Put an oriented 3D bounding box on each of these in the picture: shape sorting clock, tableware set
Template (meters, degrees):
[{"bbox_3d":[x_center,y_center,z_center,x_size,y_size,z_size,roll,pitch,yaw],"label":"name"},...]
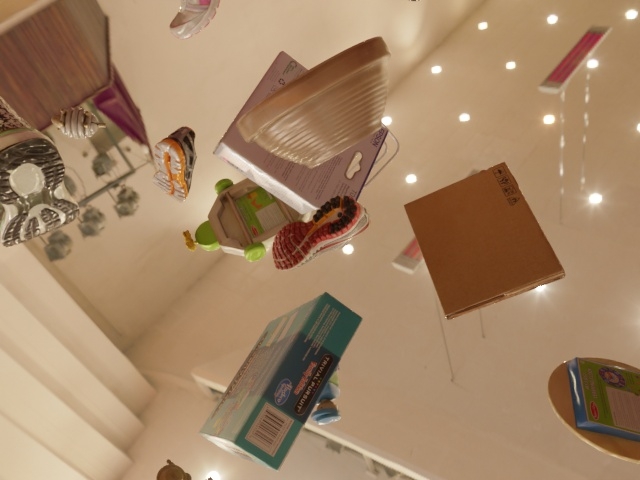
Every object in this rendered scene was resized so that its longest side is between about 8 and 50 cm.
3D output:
[{"bbox_3d":[0.443,0.247,0.875,0.206,0.040,0.206,6,-149,-3],"label":"shape sorting clock"},{"bbox_3d":[-0.248,0.463,1.017,0.141,0.020,0.168,36,-144,2],"label":"tableware set"}]

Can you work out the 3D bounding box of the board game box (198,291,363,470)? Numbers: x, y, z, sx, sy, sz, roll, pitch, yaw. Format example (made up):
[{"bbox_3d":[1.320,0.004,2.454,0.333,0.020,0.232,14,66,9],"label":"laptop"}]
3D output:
[{"bbox_3d":[-0.078,0.238,0.993,0.079,0.336,0.253,36,-113,-7],"label":"board game box"}]

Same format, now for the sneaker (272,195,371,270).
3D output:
[{"bbox_3d":[0.000,0.000,1.127,0.225,0.093,0.088,-27,-118,28],"label":"sneaker"}]

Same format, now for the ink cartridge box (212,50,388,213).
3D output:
[{"bbox_3d":[-0.033,-0.230,1.369,0.071,0.330,0.324,-35,-156,54],"label":"ink cartridge box"}]

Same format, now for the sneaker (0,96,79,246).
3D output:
[{"bbox_3d":[-0.567,-0.130,1.115,0.158,0.410,0.182,-23,-104,-30],"label":"sneaker"}]

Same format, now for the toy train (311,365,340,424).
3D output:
[{"bbox_3d":[-0.071,0.354,1.299,0.248,0.105,0.143,-24,-127,18],"label":"toy train"}]

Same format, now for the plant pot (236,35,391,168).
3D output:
[{"bbox_3d":[0.009,-0.176,0.830,0.237,0.109,0.237,-30,-174,4],"label":"plant pot"}]

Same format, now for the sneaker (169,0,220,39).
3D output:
[{"bbox_3d":[-0.246,-0.526,1.174,0.252,0.111,0.103,-54,-144,22],"label":"sneaker"}]

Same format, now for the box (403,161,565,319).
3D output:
[{"bbox_3d":[0.222,-0.004,0.833,0.164,0.021,0.201,-23,-127,12],"label":"box"}]

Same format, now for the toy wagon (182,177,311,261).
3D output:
[{"bbox_3d":[-0.195,-0.064,1.553,0.344,0.068,0.267,-28,-125,-2],"label":"toy wagon"}]

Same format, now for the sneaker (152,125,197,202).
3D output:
[{"bbox_3d":[-0.297,-0.155,1.242,0.084,0.215,0.083,31,-121,-1],"label":"sneaker"}]

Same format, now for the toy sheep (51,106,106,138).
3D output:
[{"bbox_3d":[-0.619,-0.301,1.512,0.132,0.091,0.091,8,-136,-10],"label":"toy sheep"}]

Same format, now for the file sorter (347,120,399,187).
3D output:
[{"bbox_3d":[0.061,-0.260,1.668,0.193,0.173,0.278,-47,-160,-11],"label":"file sorter"}]
